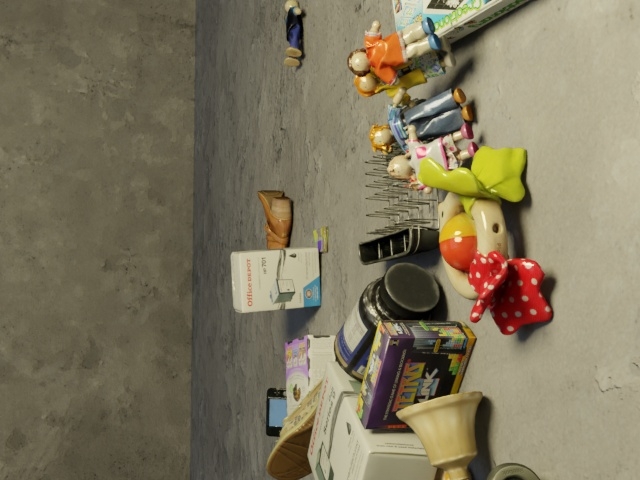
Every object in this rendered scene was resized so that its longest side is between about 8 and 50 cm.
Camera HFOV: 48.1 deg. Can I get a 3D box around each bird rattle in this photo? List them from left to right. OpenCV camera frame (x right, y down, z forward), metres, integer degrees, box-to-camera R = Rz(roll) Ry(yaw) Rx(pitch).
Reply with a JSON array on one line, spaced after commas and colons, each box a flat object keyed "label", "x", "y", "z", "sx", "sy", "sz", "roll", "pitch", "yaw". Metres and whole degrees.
[{"label": "bird rattle", "x": 0.221, "y": 0.003, "z": 0.971, "sx": 0.207, "sy": 0.143, "sz": 0.254, "roll": 128, "pitch": 128, "yaw": -76}]

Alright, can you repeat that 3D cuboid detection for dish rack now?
[{"label": "dish rack", "x": 0.133, "y": -0.099, "z": 1.220, "sx": 0.208, "sy": 0.074, "sz": 0.272, "roll": 160, "pitch": 111, "yaw": -68}]

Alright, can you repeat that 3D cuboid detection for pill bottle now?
[{"label": "pill bottle", "x": 0.110, "y": 0.137, "z": 1.188, "sx": 0.219, "sy": 0.122, "sz": 0.123, "roll": 117, "pitch": 148, "yaw": -48}]

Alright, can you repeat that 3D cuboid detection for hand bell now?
[{"label": "hand bell", "x": 0.193, "y": 0.340, "z": 0.975, "sx": 0.126, "sy": 0.126, "sz": 0.242, "roll": 129, "pitch": 132, "yaw": -59}]

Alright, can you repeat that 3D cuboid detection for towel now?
[{"label": "towel", "x": 0.000, "y": 0.000, "z": 1.662, "sx": 0.083, "sy": 0.009, "sz": 0.060, "roll": 166, "pitch": 105, "yaw": -69}]

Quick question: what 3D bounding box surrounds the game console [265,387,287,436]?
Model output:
[{"label": "game console", "x": -0.089, "y": 0.434, "z": 1.781, "sx": 0.071, "sy": 0.107, "sz": 0.122, "roll": 17, "pitch": -106, "yaw": -82}]

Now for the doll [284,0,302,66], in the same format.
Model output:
[{"label": "doll", "x": -0.069, "y": -0.547, "z": 1.850, "sx": 0.129, "sy": 0.046, "sz": 0.189, "roll": 110, "pitch": 161, "yaw": -61}]

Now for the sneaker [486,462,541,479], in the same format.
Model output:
[{"label": "sneaker", "x": 0.248, "y": 0.409, "z": 0.867, "sx": 0.106, "sy": 0.101, "sz": 0.268, "roll": 97, "pitch": 172, "yaw": -70}]

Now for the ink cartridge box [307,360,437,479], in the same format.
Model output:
[{"label": "ink cartridge box", "x": 0.075, "y": 0.364, "z": 1.211, "sx": 0.289, "sy": 0.121, "sz": 0.211, "roll": -124, "pitch": 43, "yaw": -68}]

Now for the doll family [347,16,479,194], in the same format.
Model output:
[{"label": "doll family", "x": 0.136, "y": -0.205, "z": 1.087, "sx": 0.163, "sy": 0.118, "sz": 0.263, "roll": -17, "pitch": 100, "yaw": 28}]

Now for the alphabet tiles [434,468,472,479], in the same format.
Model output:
[{"label": "alphabet tiles", "x": 0.185, "y": 0.472, "z": 1.100, "sx": 0.278, "sy": 0.021, "sz": 0.284, "roll": -174, "pitch": 86, "yaw": -69}]

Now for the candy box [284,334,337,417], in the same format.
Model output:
[{"label": "candy box", "x": -0.021, "y": 0.318, "z": 1.604, "sx": 0.165, "sy": 0.070, "sz": 0.196, "roll": 147, "pitch": 123, "yaw": -66}]

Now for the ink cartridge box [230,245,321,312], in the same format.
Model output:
[{"label": "ink cartridge box", "x": -0.103, "y": 0.089, "z": 1.657, "sx": 0.082, "sy": 0.190, "sz": 0.140, "roll": -177, "pitch": 83, "yaw": -68}]

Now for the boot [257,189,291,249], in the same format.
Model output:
[{"label": "boot", "x": -0.130, "y": -0.054, "z": 1.938, "sx": 0.197, "sy": 0.072, "sz": 0.153, "roll": -137, "pitch": 48, "yaw": -67}]

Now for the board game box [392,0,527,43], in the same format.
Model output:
[{"label": "board game box", "x": 0.198, "y": -0.401, "z": 1.037, "sx": 0.305, "sy": 0.053, "sz": 0.193, "roll": 171, "pitch": 91, "yaw": -66}]

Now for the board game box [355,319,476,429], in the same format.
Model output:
[{"label": "board game box", "x": 0.140, "y": 0.202, "z": 1.074, "sx": 0.048, "sy": 0.141, "sz": 0.170, "roll": -122, "pitch": 38, "yaw": -57}]

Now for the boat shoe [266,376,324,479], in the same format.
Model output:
[{"label": "boat shoe", "x": -0.009, "y": 0.370, "z": 1.457, "sx": 0.285, "sy": 0.104, "sz": 0.089, "roll": -51, "pitch": 18, "yaw": 13}]
